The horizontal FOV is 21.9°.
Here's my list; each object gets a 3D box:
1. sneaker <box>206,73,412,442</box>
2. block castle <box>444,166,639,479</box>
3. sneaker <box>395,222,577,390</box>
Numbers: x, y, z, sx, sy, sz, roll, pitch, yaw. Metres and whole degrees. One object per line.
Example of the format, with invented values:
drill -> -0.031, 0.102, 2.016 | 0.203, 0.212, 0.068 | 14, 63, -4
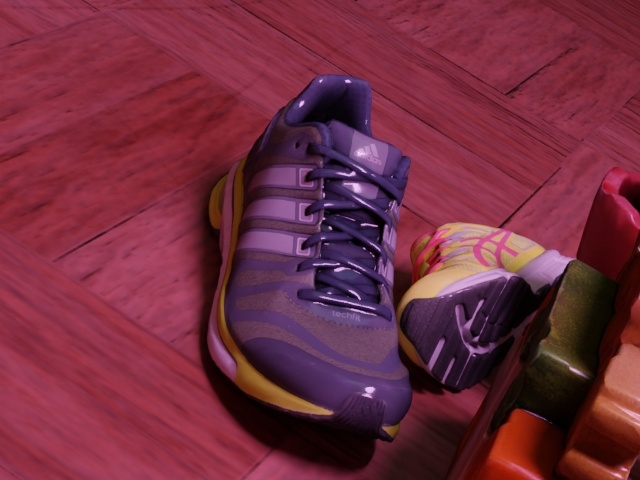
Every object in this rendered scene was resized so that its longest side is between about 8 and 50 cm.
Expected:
sneaker -> 0.000, 0.000, 0.957 | 0.111, 0.121, 0.300 | 17, 28, -21
block castle -> 0.222, 0.136, 0.791 | 0.303, 0.213, 0.453 | 26, 29, 4
sneaker -> 0.087, 0.032, 1.047 | 0.094, 0.081, 0.208 | 33, 18, 21
